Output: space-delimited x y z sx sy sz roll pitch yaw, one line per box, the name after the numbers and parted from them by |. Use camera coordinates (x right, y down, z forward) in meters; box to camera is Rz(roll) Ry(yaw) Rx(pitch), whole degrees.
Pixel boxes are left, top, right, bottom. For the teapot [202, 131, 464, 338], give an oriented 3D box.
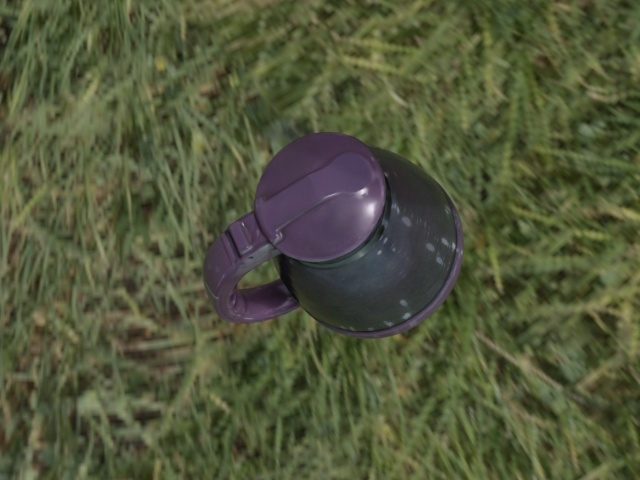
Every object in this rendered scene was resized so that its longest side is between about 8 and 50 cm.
0.003 -0.010 1.095 0.148 0.146 0.116 0 73 18 | teapot
